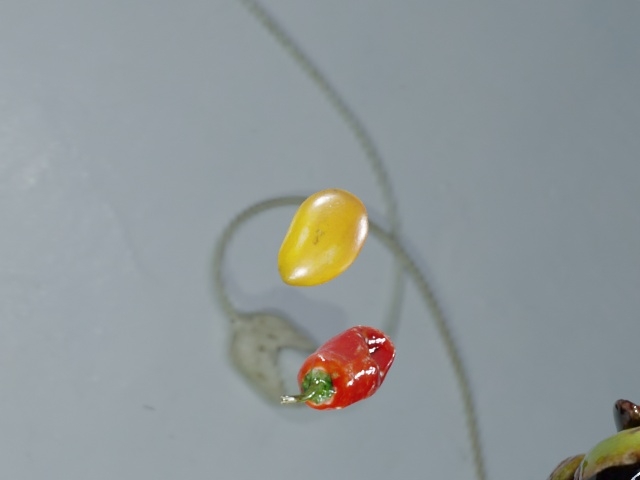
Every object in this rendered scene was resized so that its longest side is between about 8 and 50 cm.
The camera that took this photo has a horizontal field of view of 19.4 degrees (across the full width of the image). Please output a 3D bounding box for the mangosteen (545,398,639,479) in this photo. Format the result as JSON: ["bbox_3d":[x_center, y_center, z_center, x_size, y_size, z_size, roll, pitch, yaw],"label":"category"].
[{"bbox_3d":[0.244,0.251,1.282,0.288,0.233,0.287,-9,102,-47],"label":"mangosteen"}]

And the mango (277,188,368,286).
[{"bbox_3d":[0.000,0.000,1.427,0.060,0.046,0.089,46,71,-5],"label":"mango"}]

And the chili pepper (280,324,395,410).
[{"bbox_3d":[0.023,0.107,1.544,0.059,0.050,0.191,57,29,3],"label":"chili pepper"}]
